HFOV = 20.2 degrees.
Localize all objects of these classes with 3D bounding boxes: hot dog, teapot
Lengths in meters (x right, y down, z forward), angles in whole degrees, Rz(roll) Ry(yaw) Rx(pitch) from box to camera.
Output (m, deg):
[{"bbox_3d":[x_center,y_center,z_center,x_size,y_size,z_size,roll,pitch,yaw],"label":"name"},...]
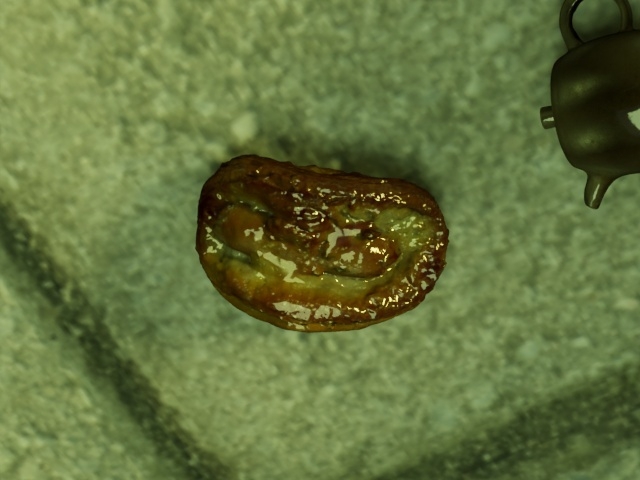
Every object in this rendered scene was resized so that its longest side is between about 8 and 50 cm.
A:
[{"bbox_3d":[0.000,0.001,1.027,0.147,0.065,0.099,12,113,2],"label":"hot dog"},{"bbox_3d":[0.149,-0.078,0.956,0.068,0.076,0.121,-9,93,23],"label":"teapot"}]
